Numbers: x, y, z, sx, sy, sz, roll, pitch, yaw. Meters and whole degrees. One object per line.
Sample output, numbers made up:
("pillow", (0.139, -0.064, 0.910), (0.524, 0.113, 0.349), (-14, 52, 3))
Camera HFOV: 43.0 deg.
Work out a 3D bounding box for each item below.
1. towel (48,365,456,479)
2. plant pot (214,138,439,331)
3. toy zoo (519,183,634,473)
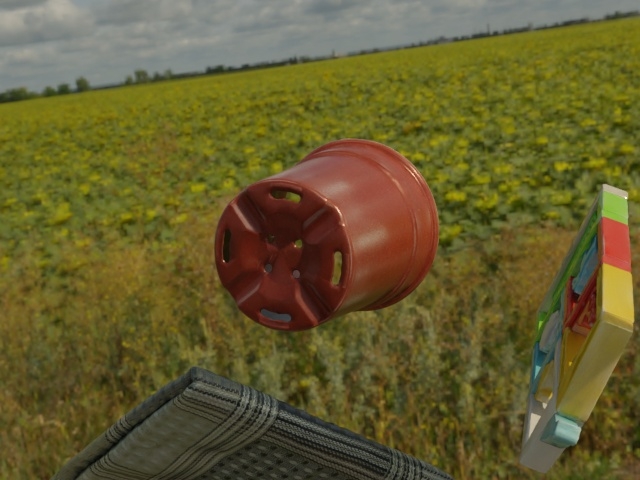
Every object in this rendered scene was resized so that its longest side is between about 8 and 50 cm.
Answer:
("towel", (-0.081, 0.260, 0.820), (0.324, 0.312, 0.056), (-40, 33, 38))
("plant pot", (0.000, 0.000, 1.150), (0.272, 0.273, 0.265), (-2, 9, 25))
("toy zoo", (0.252, 0.093, 0.803), (0.030, 0.192, 0.293), (20, 35, 6))
